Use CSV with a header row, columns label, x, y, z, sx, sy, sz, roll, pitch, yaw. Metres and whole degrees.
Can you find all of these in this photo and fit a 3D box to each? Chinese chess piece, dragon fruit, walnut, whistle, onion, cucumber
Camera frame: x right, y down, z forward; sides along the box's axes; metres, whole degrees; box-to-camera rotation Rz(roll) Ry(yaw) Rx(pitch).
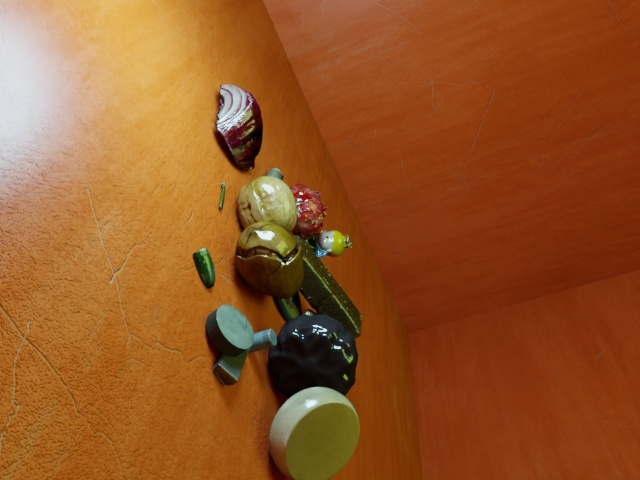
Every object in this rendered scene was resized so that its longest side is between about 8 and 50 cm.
label,x,y,z,sx,sy,sz,roll,pitch,yaw
Chinese chess piece,-0.015,0.544,1.567,0.102,0.273,0.273,21,-38,56
dragon fruit,-0.088,-0.125,2.228,0.268,0.210,0.205,42,-8,48
walnut,-0.177,-0.103,1.864,0.195,0.196,0.221,27,46,-70
whistle,-0.204,-0.219,2.190,0.068,0.057,0.326,25,21,-1
walnut,-0.148,0.078,1.766,0.336,0.209,0.208,66,13,-54
onion,-0.267,-0.413,2.031,0.280,0.146,0.314,60,14,-51
cucumber,-0.303,0.074,1.511,0.067,0.035,0.107,-43,115,-76

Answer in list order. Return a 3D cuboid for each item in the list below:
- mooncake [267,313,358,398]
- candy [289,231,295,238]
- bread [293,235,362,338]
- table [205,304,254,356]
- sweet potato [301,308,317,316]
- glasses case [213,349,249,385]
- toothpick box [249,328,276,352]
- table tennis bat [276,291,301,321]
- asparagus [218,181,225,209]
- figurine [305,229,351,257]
label,x,y,z,sx,sy,sz,roll,pitch,yaw
mooncake,-0.023,0.369,1.695,0.141,0.283,0.282,-45,116,-74
candy,-0.121,0.020,2.153,0.086,0.059,0.292,-54,134,-19
bread,0.000,0.183,2.064,0.416,0.113,0.165,54,13,-13
table,-0.236,0.235,1.462,0.133,0.043,0.133,44,23,-23
sweet potato,-0.003,0.338,2.177,0.106,0.095,0.355,-61,154,-2
glasses case,-0.231,0.300,1.483,0.072,0.042,0.190,55,19,-17
toothpick box,-0.174,0.290,1.617,0.052,0.083,0.052,-18,90,-76
table tennis bat,-0.138,0.161,2.007,0.215,0.044,0.329,-88,157,-51
asparagus,-0.312,-0.143,1.780,0.127,0.015,0.018,-94,161,-44
figurine,0.002,-0.007,2.333,0.127,0.234,0.185,-31,102,-71
